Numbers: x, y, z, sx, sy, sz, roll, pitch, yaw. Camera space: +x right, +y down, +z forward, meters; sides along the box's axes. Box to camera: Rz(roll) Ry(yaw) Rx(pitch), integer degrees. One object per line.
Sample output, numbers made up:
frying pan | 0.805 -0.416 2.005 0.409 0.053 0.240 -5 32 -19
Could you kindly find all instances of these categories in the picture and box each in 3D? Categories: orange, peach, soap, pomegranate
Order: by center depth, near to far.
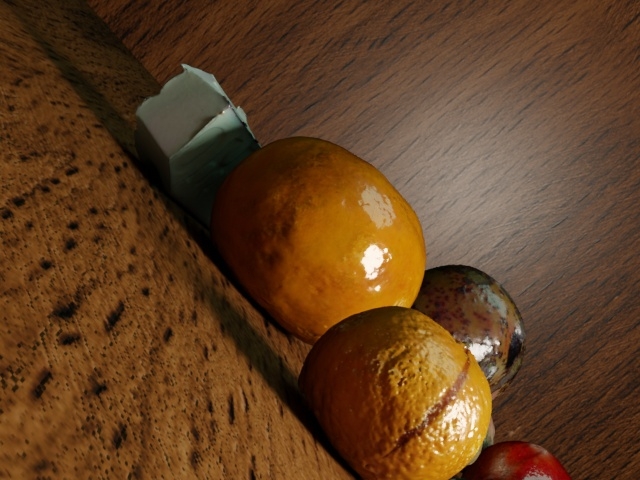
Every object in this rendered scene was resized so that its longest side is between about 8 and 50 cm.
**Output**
orange | 0.077 0.147 1.105 0.193 0.161 0.193 44 4 -4
orange | 0.000 0.000 1.434 0.284 0.226 0.284 42 3 -3
soap | -0.148 -0.116 1.502 0.091 0.145 0.230 50 3 28
peach | 0.291 0.376 1.725 0.267 0.159 0.154 44 -2 -43
pomegranate | 0.218 0.216 1.912 0.285 0.285 0.340 46 26 -59

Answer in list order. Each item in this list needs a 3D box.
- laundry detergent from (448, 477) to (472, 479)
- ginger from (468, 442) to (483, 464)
laundry detergent | 0.176 0.312 1.278 0.137 0.063 0.211 14 8 -20
ginger | 0.140 0.219 1.665 0.190 0.126 0.354 41 7 -31
